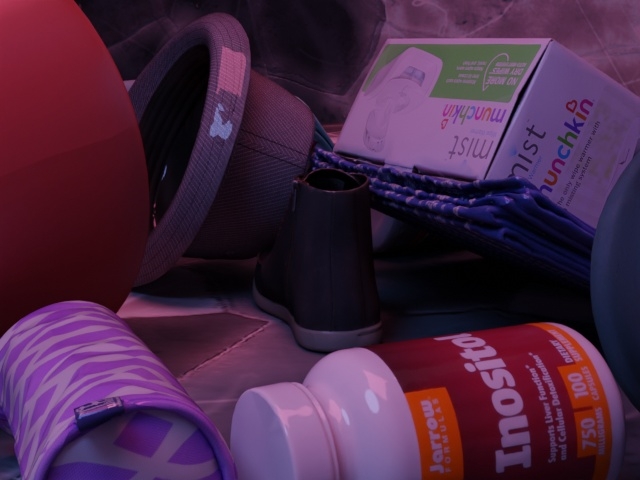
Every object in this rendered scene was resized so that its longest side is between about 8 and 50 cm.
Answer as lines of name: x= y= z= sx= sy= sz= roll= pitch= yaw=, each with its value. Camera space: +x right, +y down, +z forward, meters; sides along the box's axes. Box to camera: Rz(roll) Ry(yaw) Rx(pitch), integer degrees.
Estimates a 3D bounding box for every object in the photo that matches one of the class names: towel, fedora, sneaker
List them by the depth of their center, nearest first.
towel: x=0.146 y=-0.002 z=0.878 sx=0.243 sy=0.040 sz=0.336 roll=24 pitch=0 yaw=-23
sneaker: x=0.000 y=0.000 z=0.896 sx=0.083 sy=0.118 sz=0.222 roll=-3 pitch=10 yaw=-15
fedora: x=-0.092 y=-0.064 z=1.040 sx=0.124 sy=0.244 sz=0.275 roll=19 pitch=-20 yaw=-25

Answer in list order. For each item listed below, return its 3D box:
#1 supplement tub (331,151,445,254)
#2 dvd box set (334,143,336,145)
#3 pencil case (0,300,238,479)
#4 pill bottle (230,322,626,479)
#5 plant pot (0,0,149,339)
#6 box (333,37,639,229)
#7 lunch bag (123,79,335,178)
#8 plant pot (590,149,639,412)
supplement tub: x=0.103 y=-0.052 z=1.212 sx=0.190 sy=0.117 sz=0.117 roll=-10 pitch=13 yaw=-40
dvd box set: x=0.162 y=-0.102 z=1.629 sx=0.420 sy=0.062 sz=0.307 roll=-1 pitch=6 yaw=-2
pencil case: x=-0.100 y=0.085 z=0.524 sx=0.088 sy=0.086 sz=0.206 roll=-27 pitch=15 yaw=-13
pill bottle: x=0.044 y=0.084 z=0.501 sx=0.152 sy=0.086 sz=0.086 roll=-6 pitch=11 yaw=-27
plant pot: x=-0.273 y=-0.019 z=0.658 sx=0.275 sy=0.275 sz=0.243 roll=6 pitch=22 yaw=33
box: x=0.174 y=-0.064 z=1.010 sx=0.231 sy=0.127 sz=0.262 roll=28 pitch=-3 yaw=-25
lunch bag: x=-0.109 y=-0.090 z=1.336 sx=0.262 sy=0.160 sz=0.223 roll=12 pitch=-2 yaw=-30
plant pot: x=0.246 y=0.010 z=0.478 sx=0.271 sy=0.272 sz=0.255 roll=-2 pitch=-4 yaw=-13
